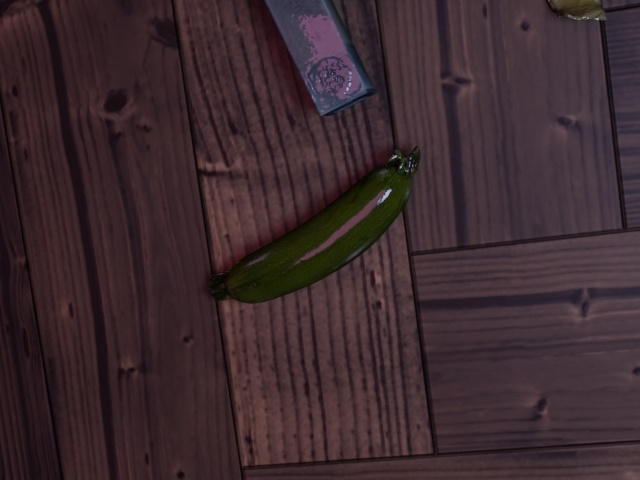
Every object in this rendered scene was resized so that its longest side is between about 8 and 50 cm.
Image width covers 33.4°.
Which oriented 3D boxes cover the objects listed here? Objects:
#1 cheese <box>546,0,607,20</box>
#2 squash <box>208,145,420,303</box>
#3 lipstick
[{"bbox_3d":[0.282,-0.271,1.184,0.060,0.041,0.084,-18,77,7],"label":"cheese"},{"bbox_3d":[0.000,0.002,1.267,0.318,0.080,0.071,-34,127,15],"label":"squash"},{"bbox_3d":[-0.036,-0.300,1.238,0.066,0.068,0.317,-26,91,15],"label":"lipstick"}]
